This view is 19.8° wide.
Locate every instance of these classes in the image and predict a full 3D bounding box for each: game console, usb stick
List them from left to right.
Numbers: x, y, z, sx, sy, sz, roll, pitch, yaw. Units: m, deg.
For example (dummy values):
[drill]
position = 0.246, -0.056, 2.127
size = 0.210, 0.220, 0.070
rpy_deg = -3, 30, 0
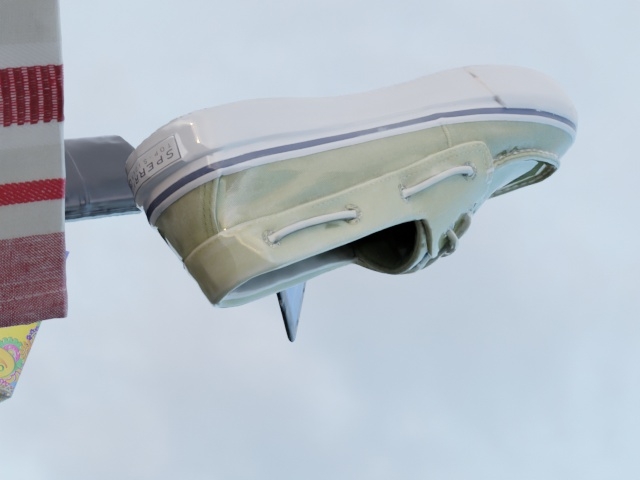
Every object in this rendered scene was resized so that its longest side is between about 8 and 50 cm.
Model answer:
[usb stick]
position = -0.253, -0.041, 1.452
size = 0.045, 0.278, 0.077
rpy_deg = -46, -116, 39
[game console]
position = 0.000, 0.000, 1.439
size = 0.107, 0.122, 0.071
rpy_deg = -32, -59, 32

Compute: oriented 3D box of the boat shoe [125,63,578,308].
[boat shoe]
position = 0.031, -0.025, 0.977
size = 0.109, 0.302, 0.094
rpy_deg = -38, -110, 48

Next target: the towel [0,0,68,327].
[towel]
position = -0.256, -0.093, 1.004
size = 0.037, 0.237, 0.329
rpy_deg = 34, -53, 56

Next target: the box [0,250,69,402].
[box]
position = -0.464, 0.055, 1.911
size = 0.290, 0.177, 0.279
rpy_deg = 29, -27, -20
